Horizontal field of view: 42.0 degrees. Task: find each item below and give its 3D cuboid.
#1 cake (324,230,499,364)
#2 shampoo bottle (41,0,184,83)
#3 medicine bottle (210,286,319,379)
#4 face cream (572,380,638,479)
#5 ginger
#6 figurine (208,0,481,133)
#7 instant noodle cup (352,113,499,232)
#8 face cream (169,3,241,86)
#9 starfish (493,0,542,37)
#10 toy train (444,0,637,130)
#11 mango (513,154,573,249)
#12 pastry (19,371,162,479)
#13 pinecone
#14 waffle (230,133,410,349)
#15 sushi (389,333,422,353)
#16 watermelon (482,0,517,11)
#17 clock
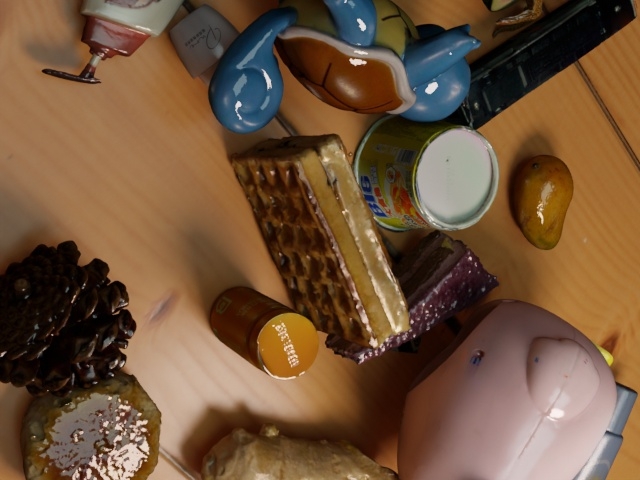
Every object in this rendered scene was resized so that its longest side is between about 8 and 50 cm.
[{"bbox_3d":[0.138,0.088,1.316,0.295,0.116,0.112,-32,115,-16],"label":"cake"},{"bbox_3d":[-0.260,-0.326,1.099,0.153,0.071,0.284,27,84,-26],"label":"shampoo bottle"},{"bbox_3d":[-0.085,0.129,1.195,0.096,0.192,0.096,-4,100,-25],"label":"medicine bottle"},{"bbox_3d":[0.503,0.454,1.610,0.136,0.086,0.385,21,93,-28],"label":"face cream"},{"bbox_3d":[-0.018,0.376,1.306,0.354,0.126,0.189,4,91,-26],"label":"ginger"},{"bbox_3d":[0.047,-0.271,1.138,0.416,0.298,0.242,-9,112,-33],"label":"figurine"},{"bbox_3d":[0.171,-0.106,1.310,0.205,0.153,0.204,-4,98,-26],"label":"instant noodle cup"},{"bbox_3d":[-0.155,-0.270,1.153,0.091,0.091,0.095,-42,105,-15],"label":"face cream"},{"bbox_3d":[0.341,-0.380,1.368,0.041,0.130,0.133,45,67,5],"label":"starfish"},{"bbox_3d":[0.367,-0.319,1.409,0.409,0.089,0.086,-35,110,-19],"label":"toy train"},{"bbox_3d":[0.387,-0.068,1.464,0.115,0.089,0.164,7,98,-37],"label":"mango"},{"bbox_3d":[-0.315,0.276,1.159,0.193,0.093,0.182,-1,96,-26],"label":"pastry"},{"bbox_3d":[-0.330,0.109,1.073,0.208,0.208,0.207,-5,100,-26],"label":"pinecone"},{"bbox_3d":[0.001,-0.001,1.204,0.091,0.213,0.308,-31,110,-24],"label":"waffle"},{"bbox_3d":[0.131,0.131,1.397,0.126,0.026,0.120,12,93,-27],"label":"sushi"},{"bbox_3d":[0.338,-0.493,1.348,0.303,0.159,0.128,-39,85,-11],"label":"watermelon"},{"bbox_3d":[0.262,0.283,1.303,0.251,0.368,0.376,36,57,2],"label":"clock"}]
